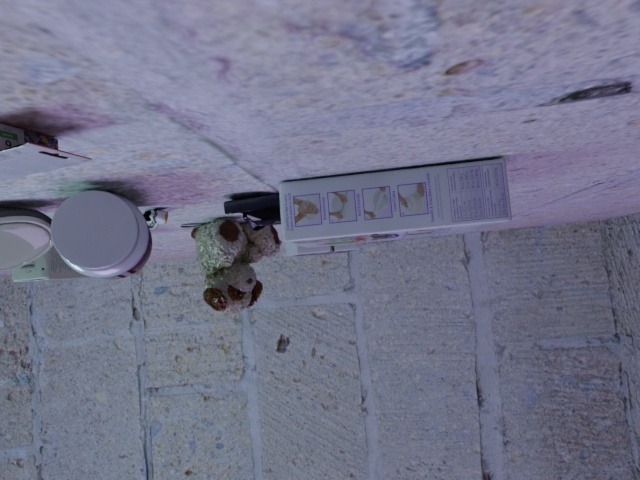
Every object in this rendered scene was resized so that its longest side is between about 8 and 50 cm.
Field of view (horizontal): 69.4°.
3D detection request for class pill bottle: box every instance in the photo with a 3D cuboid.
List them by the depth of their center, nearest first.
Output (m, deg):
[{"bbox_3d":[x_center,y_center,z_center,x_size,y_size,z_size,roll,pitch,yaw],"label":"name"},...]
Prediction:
[{"bbox_3d":[-0.315,-0.004,0.681,0.121,0.121,0.221,-4,176,-18],"label":"pill bottle"}]

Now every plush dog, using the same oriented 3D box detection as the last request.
[{"bbox_3d":[-0.231,0.071,1.136,0.210,0.226,0.262,-7,176,24],"label":"plush dog"}]

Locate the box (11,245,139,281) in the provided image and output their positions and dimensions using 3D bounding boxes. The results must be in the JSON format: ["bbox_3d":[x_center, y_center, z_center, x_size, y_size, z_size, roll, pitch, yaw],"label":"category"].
[{"bbox_3d":[-0.527,0.030,1.021,0.094,0.113,0.275,-5,175,15],"label":"box"}]

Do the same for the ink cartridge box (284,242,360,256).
[{"bbox_3d":[0.000,0.000,1.436,0.202,0.086,0.148,-5,176,-18],"label":"ink cartridge box"}]

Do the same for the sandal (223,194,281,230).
[{"bbox_3d":[-0.087,-0.046,0.860,0.096,0.055,0.254,-7,176,21],"label":"sandal"}]

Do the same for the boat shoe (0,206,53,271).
[{"bbox_3d":[-0.559,0.005,0.723,0.334,0.096,0.112,-21,141,11],"label":"boat shoe"}]

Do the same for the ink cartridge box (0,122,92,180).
[{"bbox_3d":[-0.258,-0.076,0.384,0.114,0.029,0.063,-7,175,19],"label":"ink cartridge box"}]

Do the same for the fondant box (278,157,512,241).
[{"bbox_3d":[0.116,-0.050,0.773,0.329,0.096,0.238,-6,176,7],"label":"fondant box"}]

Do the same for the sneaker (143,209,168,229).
[{"bbox_3d":[-0.312,-0.043,0.851,0.036,0.032,0.083,15,160,-36],"label":"sneaker"}]
